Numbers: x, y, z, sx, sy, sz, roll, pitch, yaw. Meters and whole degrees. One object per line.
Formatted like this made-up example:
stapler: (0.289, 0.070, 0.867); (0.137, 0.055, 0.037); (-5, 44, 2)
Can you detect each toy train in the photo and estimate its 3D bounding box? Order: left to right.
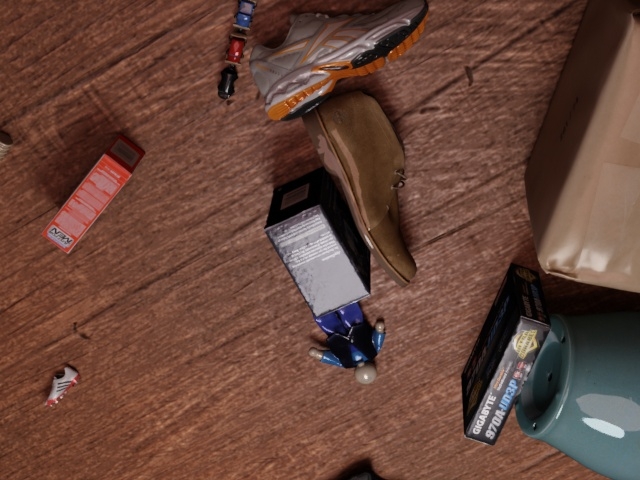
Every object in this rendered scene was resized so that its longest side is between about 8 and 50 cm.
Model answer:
toy train: (-0.118, -0.271, 1.415); (0.027, 0.036, 0.158); (16, 115, -3)

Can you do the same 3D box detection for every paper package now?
paper package: (0.391, -0.145, 1.287); (0.168, 0.309, 0.325); (15, 115, 0)

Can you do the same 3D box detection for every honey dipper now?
honey dipper: (-0.515, -0.097, 1.530); (0.030, 0.030, 0.160); (36, 115, -12)

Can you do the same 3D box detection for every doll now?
doll: (0.039, 0.152, 1.597); (0.129, 0.046, 0.189); (-26, 117, 5)

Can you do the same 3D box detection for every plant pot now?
plant pot: (0.430, 0.220, 1.464); (0.255, 0.271, 0.271); (13, 115, -9)

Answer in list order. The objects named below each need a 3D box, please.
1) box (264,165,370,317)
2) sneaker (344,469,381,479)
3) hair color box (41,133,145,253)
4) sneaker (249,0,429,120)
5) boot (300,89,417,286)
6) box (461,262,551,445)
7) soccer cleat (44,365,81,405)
box: (0.000, 0.000, 1.469); (0.093, 0.156, 0.158); (-24, 111, 13)
sneaker: (0.134, 0.490, 1.720); (0.267, 0.101, 0.106); (38, 110, -13)
hair color box: (-0.334, -0.069, 1.494); (0.053, 0.093, 0.167); (39, 112, -13)
sneaker: (0.019, -0.277, 1.375); (0.262, 0.099, 0.121); (-30, 77, 1)
boot: (0.087, -0.073, 1.463); (0.115, 0.112, 0.305); (-26, 109, 3)
box: (0.273, 0.169, 1.518); (0.051, 0.175, 0.220); (18, 115, -2)
soccer cleat: (-0.435, 0.242, 1.684); (0.083, 0.029, 0.035); (-43, 97, 17)
